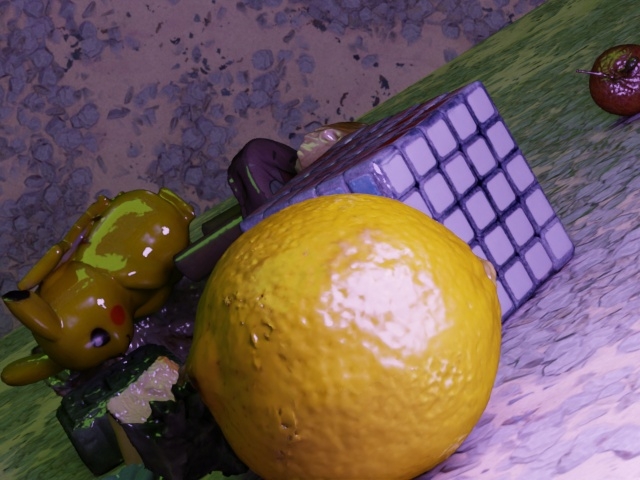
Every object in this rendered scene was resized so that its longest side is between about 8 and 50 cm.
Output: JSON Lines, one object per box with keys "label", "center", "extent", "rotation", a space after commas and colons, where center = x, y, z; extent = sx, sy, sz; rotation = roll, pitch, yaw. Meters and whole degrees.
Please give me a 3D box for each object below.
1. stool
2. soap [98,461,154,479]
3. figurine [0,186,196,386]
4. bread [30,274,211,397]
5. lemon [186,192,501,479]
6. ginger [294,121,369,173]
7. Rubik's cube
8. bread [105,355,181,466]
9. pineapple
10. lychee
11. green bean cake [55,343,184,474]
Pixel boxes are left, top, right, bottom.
{"label": "stool", "center": [-0.052, 0.010, 2.164], "extent": [0.178, 0.272, 0.272], "rotation": [-44, 5, 19]}
{"label": "soap", "center": [-0.224, 0.306, 1.679], "extent": [0.114, 0.063, 0.198], "rotation": [-26, 10, 14]}
{"label": "figurine", "center": [-0.307, 0.060, 2.203], "extent": [0.327, 0.169, 0.218], "rotation": [-55, -15, -25]}
{"label": "bread", "center": [-0.288, 0.140, 2.391], "extent": [0.314, 0.171, 0.192], "rotation": [-33, 6, -21]}
{"label": "lemon", "center": [0.023, 0.095, 1.414], "extent": [0.293, 0.293, 0.293], "rotation": [-30, 10, 6]}
{"label": "ginger", "center": [0.085, -0.072, 2.112], "extent": [0.130, 0.275, 0.221], "rotation": [-55, 30, 3]}
{"label": "Rubik's cube", "center": [0.100, -0.005, 1.782], "extent": [0.237, 0.237, 0.238], "rotation": [-22, 14, 47]}
{"label": "bread", "center": [-0.158, 0.214, 1.868], "extent": [0.152, 0.127, 0.147], "rotation": [-1, 26, 36]}
{"label": "pineapple", "center": [-0.095, 0.170, 1.597], "extent": [0.169, 0.169, 0.340], "rotation": [-28, 2, 13]}
{"label": "lychee", "center": [0.433, -0.226, 2.279], "extent": [0.114, 0.101, 0.140], "rotation": [-19, 12, 11]}
{"label": "green bean cake", "center": [-0.258, 0.224, 2.142], "extent": [0.183, 0.094, 0.185], "rotation": [-31, 15, -10]}
